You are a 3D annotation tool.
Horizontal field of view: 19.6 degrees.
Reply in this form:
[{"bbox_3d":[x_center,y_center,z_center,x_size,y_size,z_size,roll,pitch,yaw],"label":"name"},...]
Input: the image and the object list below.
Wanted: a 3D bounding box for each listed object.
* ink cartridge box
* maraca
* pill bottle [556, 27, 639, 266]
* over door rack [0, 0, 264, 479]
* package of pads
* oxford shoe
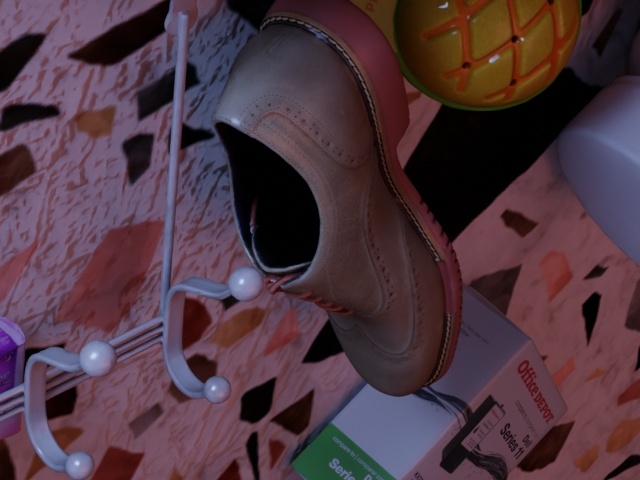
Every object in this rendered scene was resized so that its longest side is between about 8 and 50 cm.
[{"bbox_3d":[0.095,0.160,1.530,0.208,0.087,0.153,-46,147,-8],"label":"ink cartridge box"},{"bbox_3d":[0.092,-0.153,1.227,0.186,0.099,0.127,16,103,-27],"label":"maraca"},{"bbox_3d":[0.387,-0.145,1.455,0.392,0.224,0.224,-43,145,-11],"label":"pill bottle"},{"bbox_3d":[-0.155,0.013,1.051,0.239,0.108,0.324,-26,131,-33],"label":"over door rack"},{"bbox_3d":[-0.212,0.092,1.160,0.050,0.032,0.083,-23,137,-37],"label":"package of pads"},{"bbox_3d":[0.000,0.000,1.222,0.130,0.123,0.348,-50,139,-29],"label":"oxford shoe"}]
